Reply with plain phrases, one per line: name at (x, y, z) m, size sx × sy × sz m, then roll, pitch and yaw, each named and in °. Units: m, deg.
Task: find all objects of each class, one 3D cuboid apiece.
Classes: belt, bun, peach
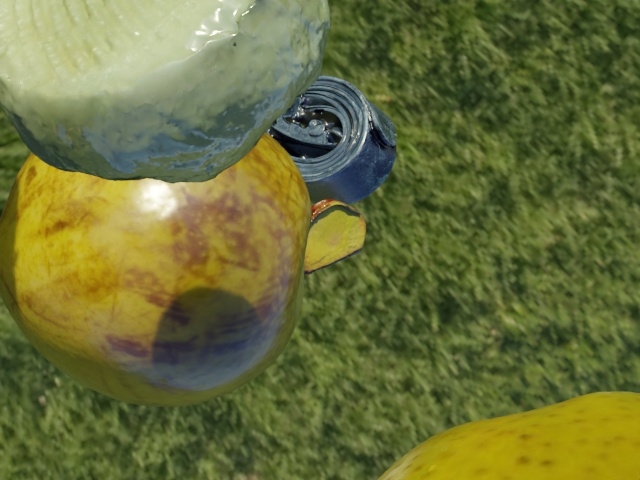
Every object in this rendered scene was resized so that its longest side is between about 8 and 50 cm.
belt at (0.006, -0.122, 1.514) m, size 0.082 × 0.190 × 0.141 m, roll 34°, pitch 84°, yaw -45°
bun at (-0.077, -0.109, 0.640) m, size 0.195 × 0.195 × 0.118 m, roll -36°, pitch 139°, yaw -1°
peach at (0.000, 0.000, 1.235) m, size 0.077 × 0.050 × 0.083 m, roll 34°, pitch 79°, yaw -39°

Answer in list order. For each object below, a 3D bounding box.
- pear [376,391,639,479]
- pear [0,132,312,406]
pear at (0.126, 0.247, 0.526) m, size 0.340 × 0.386 × 0.191 m, roll -4°, pitch 157°, yaw -4°
pear at (-0.140, 0.011, 1.076) m, size 0.281 × 0.280 × 0.280 m, roll -15°, pitch 129°, yaw -19°
